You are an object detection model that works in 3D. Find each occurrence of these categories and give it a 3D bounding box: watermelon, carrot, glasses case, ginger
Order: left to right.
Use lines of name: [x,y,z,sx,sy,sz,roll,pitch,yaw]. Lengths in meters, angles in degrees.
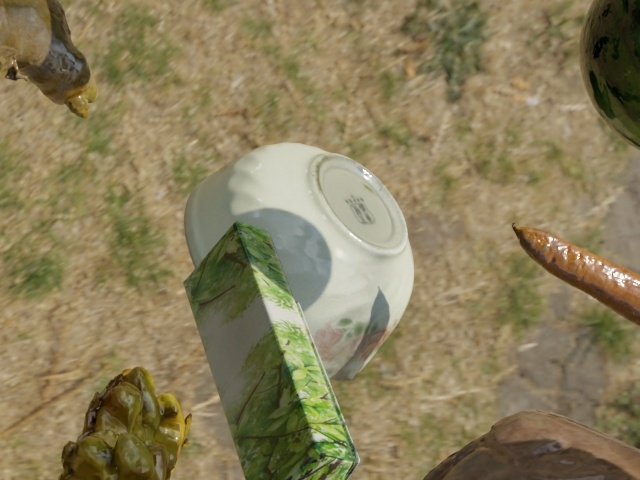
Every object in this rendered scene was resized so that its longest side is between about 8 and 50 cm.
ginger: [-0.340,-0.213,1.462,0.333,0.080,0.166,19,47,-52]
glasses case: [-0.046,0.113,1.344,0.062,0.095,0.272,19,36,-39]
carrot: [0.287,0.042,1.510,0.224,0.057,0.057,27,70,-11]
watermelon: [0.307,-0.172,1.285,0.214,0.188,0.188,43,66,-6]

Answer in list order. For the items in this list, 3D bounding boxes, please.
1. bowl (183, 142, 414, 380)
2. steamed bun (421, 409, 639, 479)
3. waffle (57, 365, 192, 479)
bowl: [0.000,0.000,1.626,0.277,0.145,0.277,32,32,-24]
steamed bun: [0.123,0.262,0.777,0.301,0.251,0.199,-46,129,-15]
waffle: [-0.128,0.213,0.817,0.069,0.260,0.293,15,85,-1]
